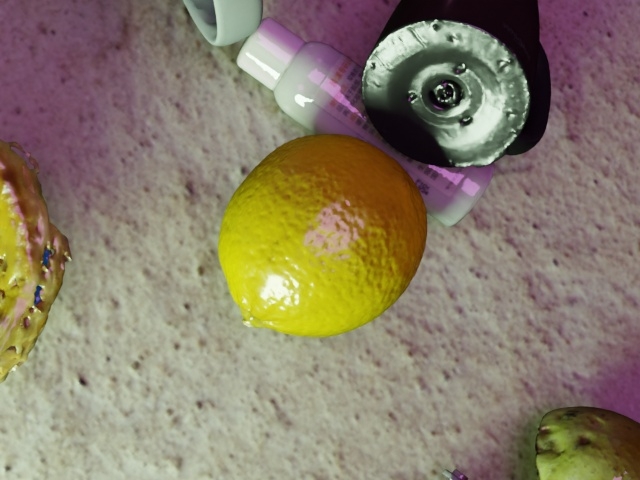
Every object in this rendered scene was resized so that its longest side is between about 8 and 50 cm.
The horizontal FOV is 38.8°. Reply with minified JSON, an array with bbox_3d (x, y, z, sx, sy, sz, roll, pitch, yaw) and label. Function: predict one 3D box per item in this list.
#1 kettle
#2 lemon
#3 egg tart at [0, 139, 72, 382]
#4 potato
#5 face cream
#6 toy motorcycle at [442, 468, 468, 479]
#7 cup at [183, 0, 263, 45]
[{"bbox_3d":[0.153,-0.177,0.847,0.202,0.144,0.232,44,42,-18],"label":"kettle"},{"bbox_3d":[0.000,0.000,0.814,0.178,0.178,0.203,41,77,-4],"label":"lemon"},{"bbox_3d":[-0.359,0.014,0.789,0.291,0.107,0.291,0,89,-7],"label":"egg tart"},{"bbox_3d":[0.324,0.261,0.840,0.272,0.111,0.160,47,37,-5],"label":"potato"},{"bbox_3d":[0.040,-0.119,0.882,0.269,0.082,0.082,35,80,-4],"label":"face cream"},{"bbox_3d":[0.187,0.294,0.863,0.213,0.082,0.122,37,80,-6],"label":"toy motorcycle"},{"bbox_3d":[-0.132,-0.329,0.748,0.237,0.327,0.323,-26,91,-11],"label":"cup"}]
